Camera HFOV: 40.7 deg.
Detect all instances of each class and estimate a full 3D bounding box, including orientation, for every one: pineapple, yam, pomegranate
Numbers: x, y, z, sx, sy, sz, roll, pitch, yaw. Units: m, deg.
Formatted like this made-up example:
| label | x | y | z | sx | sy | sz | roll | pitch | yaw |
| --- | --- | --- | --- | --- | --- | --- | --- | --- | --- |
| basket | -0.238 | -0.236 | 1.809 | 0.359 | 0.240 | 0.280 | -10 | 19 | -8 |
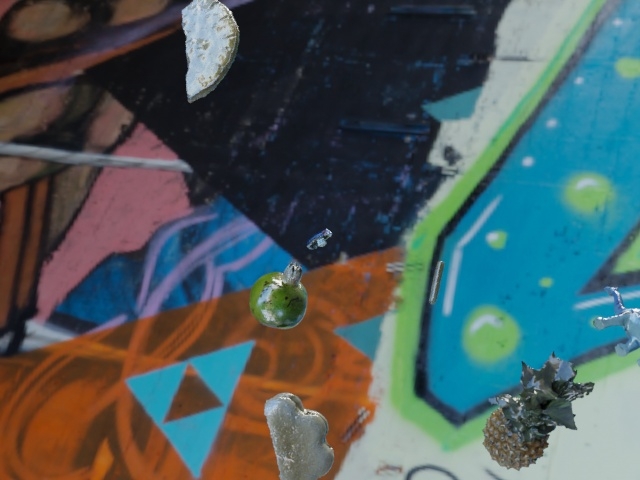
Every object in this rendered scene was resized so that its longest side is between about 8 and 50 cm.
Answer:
| label | x | y | z | sx | sy | sz | roll | pitch | yaw |
| --- | --- | --- | --- | --- | --- | --- | --- | --- | --- |
| pineapple | 0.345 | 0.288 | 1.394 | 0.119 | 0.130 | 0.277 | -23 | -28 | -16 |
| yam | 0.290 | 0.105 | 2.155 | 0.021 | 0.021 | 0.116 | 54 | -133 | -56 |
| pomegranate | -0.113 | 0.154 | 2.496 | 0.180 | 0.180 | 0.210 | -23 | -40 | -61 |

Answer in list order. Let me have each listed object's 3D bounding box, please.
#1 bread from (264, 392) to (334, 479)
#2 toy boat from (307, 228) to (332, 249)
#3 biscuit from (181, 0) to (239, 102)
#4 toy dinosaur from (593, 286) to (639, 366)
| label | x | y | z | sx | sy | sz | roll | pitch | yaw |
| --- | --- | --- | --- | --- | --- | --- | --- | --- | --- |
| bread | -0.058 | 0.624 | 2.619 | 0.102 | 0.183 | 0.337 | -47 | -55 | -82 |
| toy boat | 0.000 | 0.000 | 2.166 | 0.038 | 0.083 | 0.038 | 28 | -137 | -30 |
| biscuit | -0.259 | -0.470 | 2.045 | 0.038 | 0.141 | 0.290 | 52 | -149 | -65 |
| toy dinosaur | 0.576 | 0.163 | 1.502 | 0.144 | 0.329 | 0.076 | -21 | -64 | -23 |
